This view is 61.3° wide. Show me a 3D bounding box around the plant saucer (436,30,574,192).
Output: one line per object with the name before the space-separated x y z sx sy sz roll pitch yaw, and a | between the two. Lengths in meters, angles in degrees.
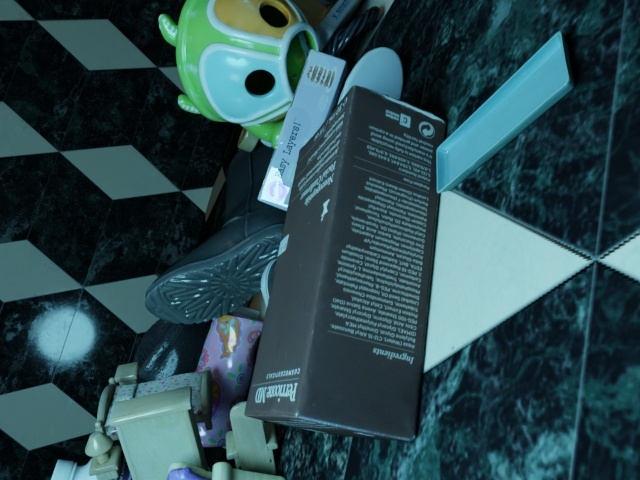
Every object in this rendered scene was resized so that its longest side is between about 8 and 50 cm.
plant saucer | 0.180 -0.119 0.549 0.192 0.018 0.067 132 150 -54

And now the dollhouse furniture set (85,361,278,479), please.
dollhouse furniture set | -0.249 0.253 0.958 0.355 0.303 0.174 -117 19 -65

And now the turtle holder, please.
turtle holder | -0.127 -0.303 0.992 0.243 0.227 0.320 -34 -45 -53

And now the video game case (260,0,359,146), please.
video game case | -0.009 -0.402 1.211 0.329 0.036 0.300 -52 9 48

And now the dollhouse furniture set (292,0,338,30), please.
dollhouse furniture set | 0.011 -0.598 1.221 0.184 0.129 0.129 -53 2 38

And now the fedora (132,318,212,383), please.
fedora | -0.402 0.306 1.469 0.334 0.152 0.334 -32 28 19

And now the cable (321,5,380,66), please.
cable | 0.046 -0.382 1.050 0.184 0.047 0.150 -48 -2 16

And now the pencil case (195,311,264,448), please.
pencil case | -0.206 0.294 1.147 0.124 0.124 0.284 160 125 -68

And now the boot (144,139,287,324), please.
boot | -0.204 -0.054 1.227 0.367 0.146 0.445 -23 40 12

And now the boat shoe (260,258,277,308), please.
boat shoe | -0.055 0.111 0.937 0.076 0.080 0.228 -50 29 37

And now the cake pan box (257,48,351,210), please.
cake pan box | -0.015 -0.176 0.958 0.246 0.070 0.267 -19 -49 -79

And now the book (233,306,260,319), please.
book | -0.203 0.220 1.234 0.035 0.096 0.144 158 128 -68

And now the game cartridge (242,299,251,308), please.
game cartridge | -0.229 0.072 1.521 0.355 0.068 0.230 -123 49 -68

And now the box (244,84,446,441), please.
box | 0.030 0.033 0.657 0.191 0.143 0.381 144 139 -61

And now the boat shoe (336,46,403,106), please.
boat shoe | 0.050 -0.182 0.868 0.258 0.095 0.084 -67 23 13

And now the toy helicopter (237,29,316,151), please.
toy helicopter | -0.140 -0.373 1.316 0.235 0.140 0.355 -18 53 62

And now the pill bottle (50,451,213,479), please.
pill bottle | -0.322 0.484 0.969 0.181 0.323 0.181 -162 90 -72

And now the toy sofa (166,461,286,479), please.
toy sofa | -0.187 0.505 0.791 0.150 0.177 0.362 -105 38 -60
